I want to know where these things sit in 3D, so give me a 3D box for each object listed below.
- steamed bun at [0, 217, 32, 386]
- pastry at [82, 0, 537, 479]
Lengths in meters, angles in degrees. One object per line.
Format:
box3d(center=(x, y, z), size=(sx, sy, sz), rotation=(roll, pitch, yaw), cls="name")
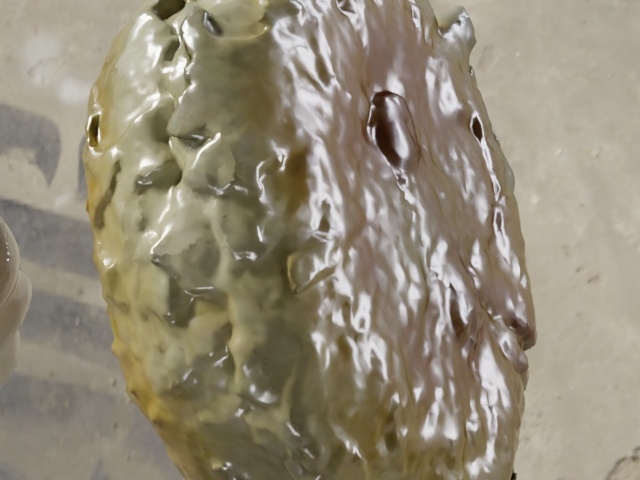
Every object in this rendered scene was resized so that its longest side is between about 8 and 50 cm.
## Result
box3d(center=(-0.248, 0.036, 0.642), size=(0.183, 0.183, 0.106), rotation=(20, 27, -4), cls="steamed bun")
box3d(center=(0.000, 0.000, 0.615), size=(0.329, 0.136, 0.330), rotation=(34, 48, -50), cls="pastry")
